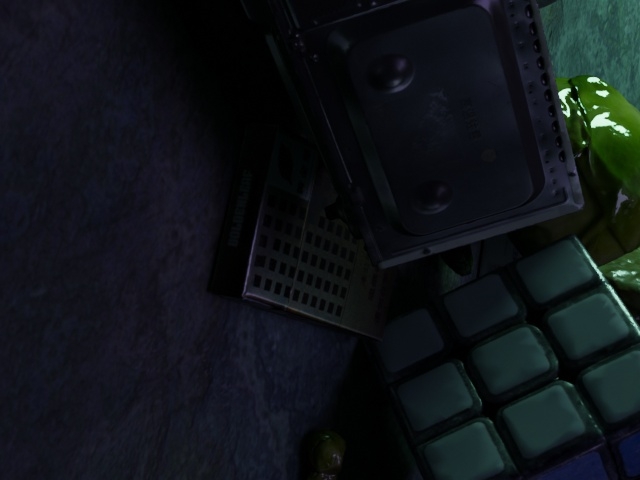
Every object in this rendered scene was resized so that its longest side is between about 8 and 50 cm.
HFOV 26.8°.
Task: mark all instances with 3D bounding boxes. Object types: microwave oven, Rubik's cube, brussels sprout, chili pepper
[{"bbox_3d":[0.067,-0.225,1.266,0.333,0.247,0.394,-97,168,-46],"label":"microwave oven"},{"bbox_3d":[0.264,0.232,1.620,0.303,0.301,0.305,-112,177,-48],"label":"Rubik's cube"},{"bbox_3d":[0.311,-0.082,1.738,0.259,0.227,0.294,56,42,-5],"label":"brussels sprout"},{"bbox_3d":[0.168,-0.020,1.746,0.227,0.059,0.088,58,44,-51],"label":"chili pepper"},{"bbox_3d":[0.005,0.260,1.549,0.051,0.046,0.083,-135,-133,-76],"label":"brussels sprout"}]

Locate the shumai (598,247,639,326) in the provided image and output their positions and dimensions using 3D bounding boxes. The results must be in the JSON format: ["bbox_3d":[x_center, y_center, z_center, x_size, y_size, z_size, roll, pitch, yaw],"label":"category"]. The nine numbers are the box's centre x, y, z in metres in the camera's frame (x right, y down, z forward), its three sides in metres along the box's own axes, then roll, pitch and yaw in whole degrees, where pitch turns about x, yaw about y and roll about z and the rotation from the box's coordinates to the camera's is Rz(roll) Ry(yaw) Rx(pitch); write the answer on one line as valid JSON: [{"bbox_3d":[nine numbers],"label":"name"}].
[{"bbox_3d":[0.496,0.164,2.186,0.330,0.292,0.288,-52,152,-74],"label":"shumai"}]

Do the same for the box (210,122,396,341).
[{"bbox_3d":[0.000,0.001,1.472,0.325,0.047,0.180,24,77,-60],"label":"box"}]

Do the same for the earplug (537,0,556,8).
[{"bbox_3d":[0.310,-0.402,1.790,0.324,0.185,0.185,-23,117,-63],"label":"earplug"}]

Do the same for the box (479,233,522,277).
[{"bbox_3d":[0.306,0.038,1.955,0.168,0.097,0.265,7,92,-60],"label":"box"}]
